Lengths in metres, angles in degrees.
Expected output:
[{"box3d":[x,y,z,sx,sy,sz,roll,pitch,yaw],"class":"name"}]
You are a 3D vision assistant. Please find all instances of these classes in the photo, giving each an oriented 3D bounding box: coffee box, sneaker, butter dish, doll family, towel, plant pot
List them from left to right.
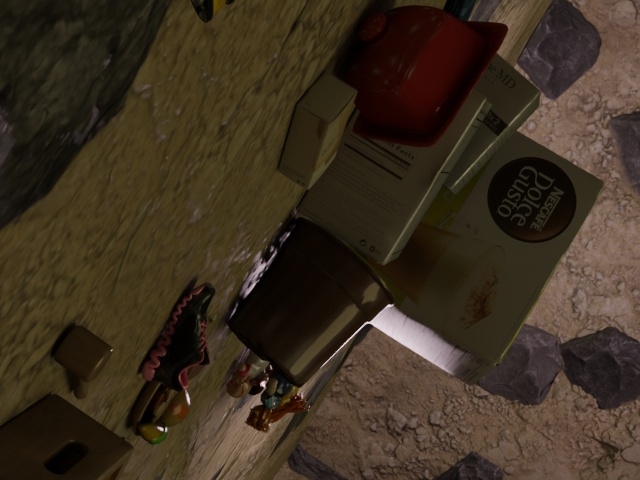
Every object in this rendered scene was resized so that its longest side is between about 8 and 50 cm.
[{"box3d":[-0.130,0.100,1.166,0.119,0.057,0.047,-61,170,10],"class":"sneaker"},{"box3d":[-0.062,0.218,1.801,0.163,0.118,0.263,-58,172,-2],"class":"doll family"},{"box3d":[-0.021,0.085,1.464,0.165,0.167,0.167,-48,170,-11],"class":"plant pot"},{"box3d":[0.085,-0.191,1.204,0.160,0.118,0.160,20,-105,55],"class":"butter dish"},{"box3d":[0.215,0.001,1.892,0.338,0.334,0.338,-57,172,-10],"class":"coffee box"},{"box3d":[0.201,-0.340,1.617,0.067,0.029,0.119,-53,170,-31],"class":"towel"}]

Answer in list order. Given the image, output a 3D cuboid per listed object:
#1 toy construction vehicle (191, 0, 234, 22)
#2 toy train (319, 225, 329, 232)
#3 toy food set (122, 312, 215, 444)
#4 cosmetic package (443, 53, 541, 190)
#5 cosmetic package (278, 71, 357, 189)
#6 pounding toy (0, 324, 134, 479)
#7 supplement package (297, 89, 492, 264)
[{"box3d":[-0.050,-0.187,0.671,0.086,0.035,0.098,-43,165,-20],"class":"toy construction vehicle"},{"box3d":[0.000,0.000,1.700,0.083,0.023,0.017,-61,172,15],"class":"toy train"},{"box3d":[-0.164,0.170,1.287,0.192,0.038,0.132,-56,172,-13],"class":"toy food set"},{"box3d":[0.196,-0.182,1.637,0.184,0.151,0.151,-48,173,6],"class":"cosmetic package"},{"box3d":[-0.004,-0.111,1.186,0.060,0.041,0.115,-53,171,-32],"class":"cosmetic package"},{"box3d":[-0.196,0.173,0.897,0.206,0.094,0.181,-60,172,20],"class":"pounding toy"},{"box3d":[0.098,-0.109,1.482,0.244,0.134,0.139,-59,172,8],"class":"supplement package"}]
